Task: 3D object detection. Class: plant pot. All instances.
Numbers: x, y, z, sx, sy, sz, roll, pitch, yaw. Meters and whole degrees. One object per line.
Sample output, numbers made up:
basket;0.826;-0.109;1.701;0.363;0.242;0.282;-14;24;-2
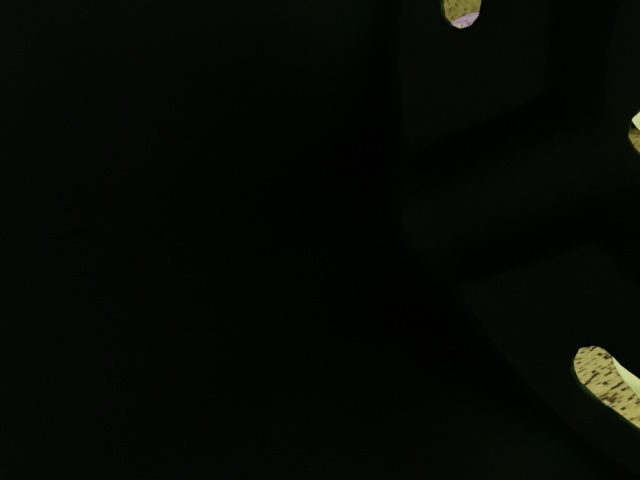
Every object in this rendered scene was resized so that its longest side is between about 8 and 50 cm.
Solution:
plant pot;0.017;-0.008;0.321;0.341;0.341;0.334;-15;2;40

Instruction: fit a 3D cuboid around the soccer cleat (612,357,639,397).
soccer cleat;0.144;0.024;0.579;0.068;0.076;0.196;-24;8;-18

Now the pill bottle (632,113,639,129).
pill bottle;0.276;-0.115;1.128;0.169;0.094;0.094;-14;10;44

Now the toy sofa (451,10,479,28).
toy sofa;0.267;-0.198;1.254;0.177;0.150;0.362;28;-29;-36
